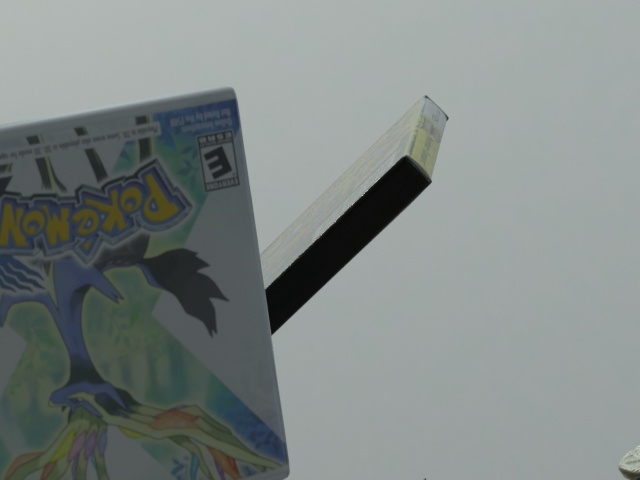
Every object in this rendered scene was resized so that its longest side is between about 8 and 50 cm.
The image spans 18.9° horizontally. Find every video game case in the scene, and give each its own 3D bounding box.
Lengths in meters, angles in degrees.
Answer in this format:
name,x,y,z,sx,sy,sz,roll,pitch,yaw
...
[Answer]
name,x,y,z,sx,sy,sz,roll,pitch,yaw
video game case,-0.188,0.063,1.352,0.036,0.329,0.300,8,-71,60
video game case,0.000,0.000,1.685,0.035,0.275,0.248,44,16,-6

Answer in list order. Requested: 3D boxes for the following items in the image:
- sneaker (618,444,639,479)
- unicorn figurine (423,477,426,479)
name,x,y,z,sx,sy,sz,roll,pitch,yaw
sneaker,0.368,0.244,1.900,0.152,0.058,0.084,-10,-63,48
unicorn figurine,0.035,0.315,1.985,0.111,0.162,0.060,9,-42,24
